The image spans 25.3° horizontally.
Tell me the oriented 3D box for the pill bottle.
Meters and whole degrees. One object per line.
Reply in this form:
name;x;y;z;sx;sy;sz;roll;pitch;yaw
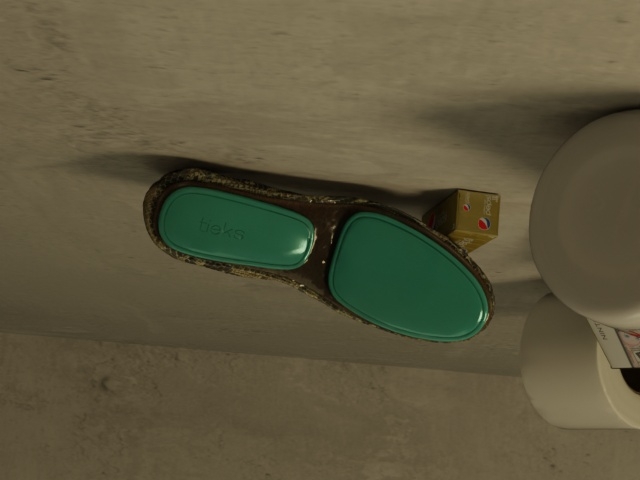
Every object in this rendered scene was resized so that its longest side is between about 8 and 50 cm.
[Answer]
pill bottle;0.427;0.014;1.590;0.229;0.229;0.408;-5;164;39

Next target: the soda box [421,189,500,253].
soda box;0.188;-0.020;1.943;0.061;0.058;0.181;7;167;-10

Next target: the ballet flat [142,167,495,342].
ballet flat;0.000;0.000;1.914;0.483;0.164;0.182;17;-166;-8

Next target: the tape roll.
tape roll;0.476;0.197;2.400;0.246;0.246;0.169;15;164;-39

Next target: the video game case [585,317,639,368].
video game case;0.479;0.076;1.980;0.275;0.035;0.248;-6;124;43
